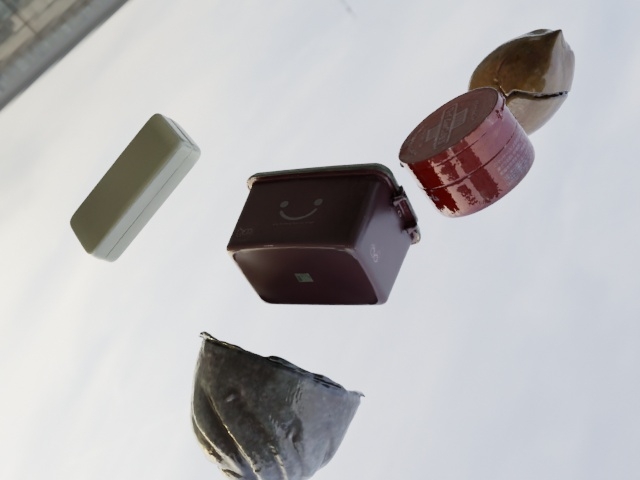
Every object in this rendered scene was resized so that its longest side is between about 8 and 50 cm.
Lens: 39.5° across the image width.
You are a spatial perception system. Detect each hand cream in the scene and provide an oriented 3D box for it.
[{"bbox_3d":[0.231,-0.138,1.412,0.193,0.125,0.193,-34,-161,14],"label":"hand cream"}]

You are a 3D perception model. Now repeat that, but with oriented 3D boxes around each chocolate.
[{"bbox_3d":[-0.100,0.298,1.479,0.303,0.303,0.213,6,-106,54],"label":"chocolate"}]

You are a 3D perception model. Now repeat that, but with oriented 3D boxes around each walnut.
[{"bbox_3d":[0.431,-0.341,1.918,0.298,0.203,0.203,118,-6,-51],"label":"walnut"}]

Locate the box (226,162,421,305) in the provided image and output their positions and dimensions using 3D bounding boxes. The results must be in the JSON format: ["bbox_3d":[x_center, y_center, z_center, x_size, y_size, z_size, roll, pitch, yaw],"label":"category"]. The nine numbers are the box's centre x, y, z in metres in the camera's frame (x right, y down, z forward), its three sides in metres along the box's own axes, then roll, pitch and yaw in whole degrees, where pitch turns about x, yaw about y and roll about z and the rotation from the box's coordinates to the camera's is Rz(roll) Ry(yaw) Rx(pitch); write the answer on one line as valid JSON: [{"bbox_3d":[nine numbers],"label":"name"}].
[{"bbox_3d":[0.000,0.000,1.467,0.294,0.193,0.167,-2,-131,31],"label":"box"}]

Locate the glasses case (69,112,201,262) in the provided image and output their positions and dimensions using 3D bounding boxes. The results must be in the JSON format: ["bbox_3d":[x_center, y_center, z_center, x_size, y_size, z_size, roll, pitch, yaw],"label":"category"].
[{"bbox_3d":[-0.385,-0.107,1.841,0.313,0.070,0.131,-49,-128,9],"label":"glasses case"}]
